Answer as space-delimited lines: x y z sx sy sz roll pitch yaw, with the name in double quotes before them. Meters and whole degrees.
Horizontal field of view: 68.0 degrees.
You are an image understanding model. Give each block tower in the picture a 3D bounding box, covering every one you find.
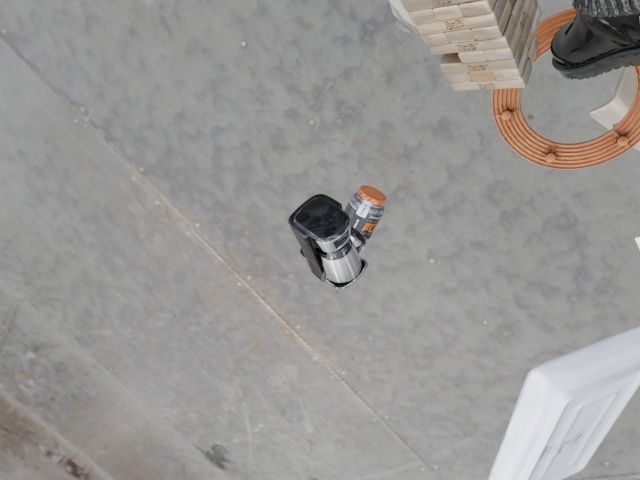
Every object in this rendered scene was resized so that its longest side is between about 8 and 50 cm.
"block tower" 0.117 -0.279 0.448 0.097 0.090 0.335 11 166 40

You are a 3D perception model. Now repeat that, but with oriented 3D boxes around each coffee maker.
"coffee maker" 0.000 0.000 1.001 0.171 0.120 0.178 10 145 26

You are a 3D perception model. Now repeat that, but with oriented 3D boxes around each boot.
"boot" 0.428 -0.404 0.747 0.260 0.348 0.131 44 96 -12

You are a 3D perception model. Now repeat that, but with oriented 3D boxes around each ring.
"ring" 0.538 -0.307 0.998 0.337 0.032 0.336 11 122 18

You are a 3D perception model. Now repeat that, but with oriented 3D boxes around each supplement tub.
"supplement tub" 0.128 -0.072 1.509 0.117 0.117 0.190 28 119 5

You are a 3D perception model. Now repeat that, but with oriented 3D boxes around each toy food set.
"toy food set" 0.810 -0.410 1.193 0.220 0.306 0.092 23 178 -23

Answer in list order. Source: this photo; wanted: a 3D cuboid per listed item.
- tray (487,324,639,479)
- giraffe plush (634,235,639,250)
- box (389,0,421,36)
"tray" 0.259 0.197 0.498 0.145 0.030 0.270 -15 132 -12
"giraffe plush" 0.337 -0.067 0.328 0.210 0.170 0.181 -2 132 30
"box" 0.241 -0.455 0.928 0.113 0.275 0.094 -32 142 5
